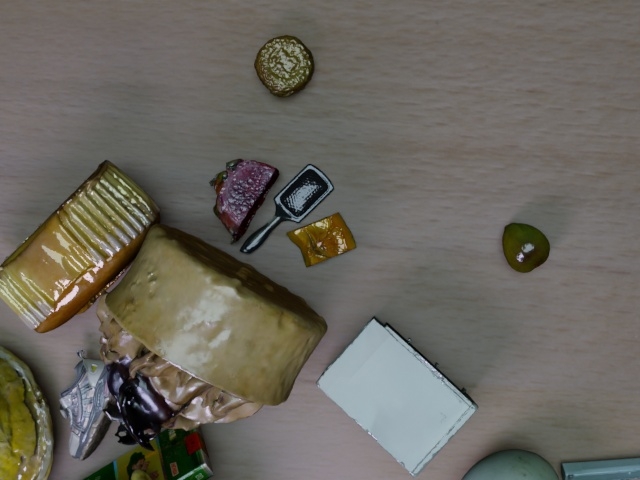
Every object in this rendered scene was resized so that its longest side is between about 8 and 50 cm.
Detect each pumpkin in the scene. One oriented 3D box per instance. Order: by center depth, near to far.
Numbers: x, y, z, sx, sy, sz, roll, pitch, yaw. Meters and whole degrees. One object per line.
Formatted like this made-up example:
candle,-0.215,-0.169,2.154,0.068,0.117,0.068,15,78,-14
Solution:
pumpkin,0.001,-0.002,1.445,0.101,0.035,0.073,-25,83,4

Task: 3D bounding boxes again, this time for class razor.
razor,0.529,0.367,1.390,0.277,0.056,0.111,-1,123,9

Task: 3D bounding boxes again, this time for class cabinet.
cabinet,0.119,0.235,1.370,0.206,0.145,0.150,42,91,5

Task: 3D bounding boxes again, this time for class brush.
brush,-0.062,-0.045,1.459,0.193,0.016,0.063,-45,85,0

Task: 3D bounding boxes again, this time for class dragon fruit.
dragon fruit,-0.141,-0.079,1.428,0.096,0.102,0.147,31,79,-3

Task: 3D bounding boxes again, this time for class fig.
fig,0.330,0.007,1.410,0.074,0.074,0.088,-31,64,1

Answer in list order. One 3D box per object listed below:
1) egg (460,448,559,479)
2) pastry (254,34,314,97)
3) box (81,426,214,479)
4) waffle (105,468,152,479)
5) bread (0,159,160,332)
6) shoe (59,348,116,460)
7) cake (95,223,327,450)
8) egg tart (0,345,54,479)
egg,0.286,0.412,1.348,0.192,0.149,0.149,-39,85,3
pastry,-0.060,-0.294,1.453,0.097,0.057,0.109,17,89,2
box,-0.289,0.386,1.390,0.235,0.132,0.034,-31,121,-3
waffle,-0.285,0.496,1.235,0.329,0.062,0.329,1,61,-2
bread,-0.388,0.018,1.398,0.288,0.204,0.156,-43,103,3
shoe,-0.387,0.268,1.425,0.092,0.089,0.180,21,86,3
cake,-0.195,0.178,1.306,0.332,0.332,0.321,31,94,4
egg tart,-0.606,0.320,1.391,0.345,0.132,0.346,-2,78,12
